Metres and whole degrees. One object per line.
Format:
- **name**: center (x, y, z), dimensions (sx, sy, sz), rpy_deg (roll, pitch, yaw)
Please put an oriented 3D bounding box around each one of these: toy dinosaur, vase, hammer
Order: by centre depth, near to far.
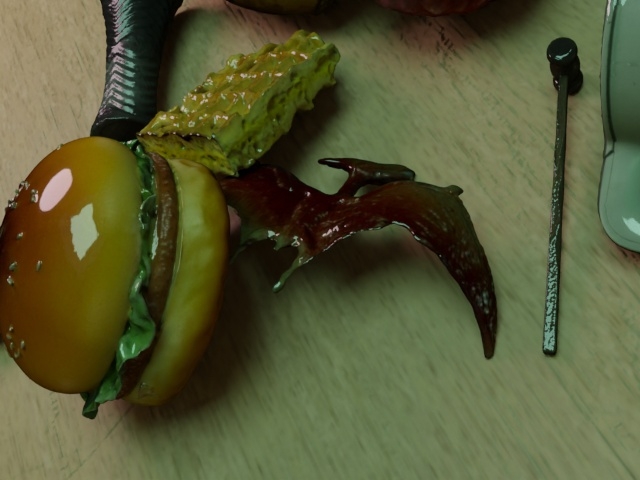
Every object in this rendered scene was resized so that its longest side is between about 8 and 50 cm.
- **hammer**: center (0.204, -0.041, 0.735), dimensions (0.029, 0.058, 0.292), rpy_deg (-2, 64, 25)
- **toy dinosaur**: center (-0.009, 0.003, 0.780), dimensions (0.327, 0.113, 0.207), rpy_deg (-3, 32, 11)
- **vase**: center (-0.219, -0.213, 1.005), dimensions (0.115, 0.115, 0.238), rpy_deg (-13, 60, 17)

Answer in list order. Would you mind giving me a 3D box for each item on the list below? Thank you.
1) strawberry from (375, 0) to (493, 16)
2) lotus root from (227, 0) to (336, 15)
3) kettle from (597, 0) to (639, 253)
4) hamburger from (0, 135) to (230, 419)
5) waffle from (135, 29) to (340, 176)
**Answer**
- **strawberry**: center (0.112, -0.356, 0.901), dimensions (0.265, 0.149, 0.336), rpy_deg (29, 42, -7)
- **lotus root**: center (-0.078, -0.360, 0.980), dimensions (0.291, 0.193, 0.193), rpy_deg (34, 77, 21)
- **kettle**: center (0.383, -0.114, 0.625), dimensions (0.318, 0.265, 0.205), rpy_deg (13, 34, 30)
- **hamburger**: center (-0.191, 0.027, 0.735), dimensions (0.246, 0.169, 0.246), rpy_deg (-39, 44, 52)
- **waffle**: center (-0.072, -0.150, 0.890), dimensions (0.160, 0.055, 0.211), rpy_deg (8, 47, 49)
